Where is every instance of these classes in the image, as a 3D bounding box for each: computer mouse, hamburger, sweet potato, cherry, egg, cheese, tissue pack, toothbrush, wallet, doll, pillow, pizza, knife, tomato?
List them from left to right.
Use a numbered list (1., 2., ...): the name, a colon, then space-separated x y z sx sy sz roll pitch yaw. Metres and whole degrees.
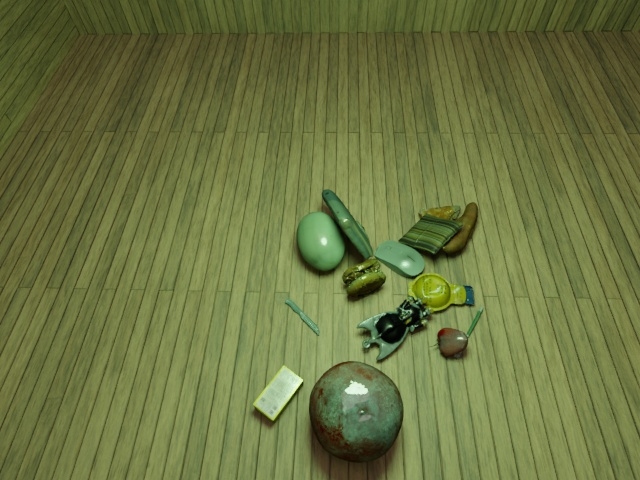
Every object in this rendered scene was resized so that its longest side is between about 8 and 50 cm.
1. tissue pack: -0.150 0.556 1.593 0.095 0.062 0.176 31 61 19
2. knife: -0.070 0.308 1.793 0.028 0.015 0.210 -35 62 -28
3. egg: 0.000 0.000 1.891 0.203 0.203 0.283 -15 59 -8
4. wallet: 0.119 -0.072 1.864 0.083 0.252 0.360 -37 27 7
5. tomato: 0.118 0.562 1.458 0.316 0.282 0.317 2 75 -7
6. hamburger: 0.186 0.161 1.802 0.177 0.185 0.113 -45 53 18
7. doll: 0.292 0.322 1.710 0.316 0.103 0.145 -30 103 -10
8. computer mouse: 0.346 0.071 1.912 0.231 0.079 0.128 33 59 26
9. pillow: 0.477 -0.034 1.916 0.212 0.052 0.208 -42 38 -20
10. cheese: 0.496 0.213 1.809 0.270 0.069 0.177 5 56 3
11. pizza: 0.567 -0.108 2.042 0.195 0.052 0.185 -25 51 -10
12. cherry: 0.498 0.388 1.671 0.126 0.087 0.106 8 73 39
13. sweet potato: 0.627 -0.037 1.963 0.095 0.106 0.354 8 44 40
14. toothbrush: 0.588 0.359 1.734 0.024 0.018 0.257 29 61 17
